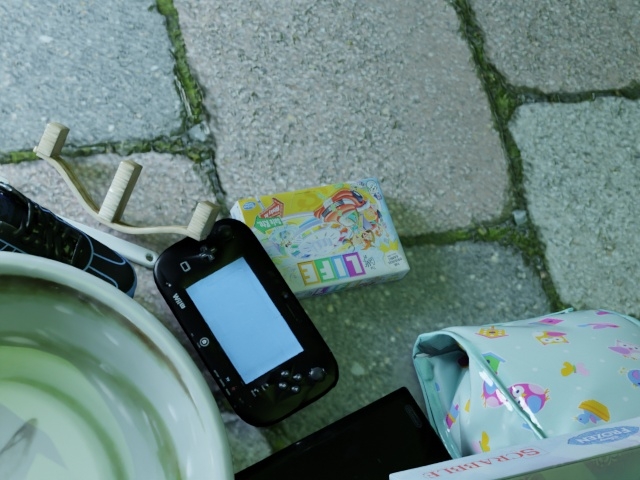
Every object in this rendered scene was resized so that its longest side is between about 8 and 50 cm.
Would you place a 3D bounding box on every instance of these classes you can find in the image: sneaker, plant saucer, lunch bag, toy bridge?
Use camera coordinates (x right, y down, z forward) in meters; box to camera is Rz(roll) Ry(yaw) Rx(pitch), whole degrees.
[{"bbox_3d":[-0.266,0.001,1.674,0.232,0.090,0.081,17,56,-14],"label":"sneaker"},{"bbox_3d":[-0.274,0.208,1.585,0.400,0.100,0.400,8,63,-17],"label":"plant saucer"},{"bbox_3d":[0.231,0.161,1.770,0.223,0.160,0.262,-8,35,-24],"label":"lunch bag"},{"bbox_3d":[-0.188,-0.045,1.764,0.188,0.063,0.026,27,13,12],"label":"toy bridge"}]

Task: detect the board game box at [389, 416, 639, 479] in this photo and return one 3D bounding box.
[{"bbox_3d":[0.216,0.321,1.591,0.318,0.066,0.318,-9,103,-26],"label":"board game box"}]

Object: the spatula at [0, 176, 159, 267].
[{"bbox_3d":[-0.277,0.027,1.724,0.242,0.019,0.168,23,54,-11],"label":"spatula"}]

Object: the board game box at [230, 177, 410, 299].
[{"bbox_3d":[0.000,0.000,1.837,0.154,0.026,0.103,-11,70,-26],"label":"board game box"}]

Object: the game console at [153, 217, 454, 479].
[{"bbox_3d":[-0.040,0.144,1.706,0.213,0.044,0.361,-26,68,-20],"label":"game console"}]
